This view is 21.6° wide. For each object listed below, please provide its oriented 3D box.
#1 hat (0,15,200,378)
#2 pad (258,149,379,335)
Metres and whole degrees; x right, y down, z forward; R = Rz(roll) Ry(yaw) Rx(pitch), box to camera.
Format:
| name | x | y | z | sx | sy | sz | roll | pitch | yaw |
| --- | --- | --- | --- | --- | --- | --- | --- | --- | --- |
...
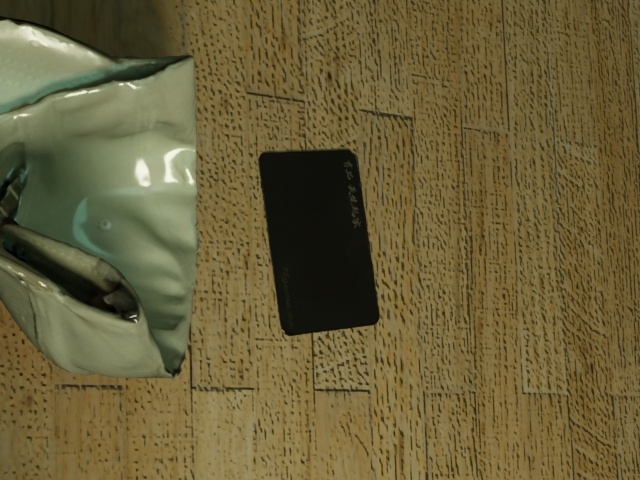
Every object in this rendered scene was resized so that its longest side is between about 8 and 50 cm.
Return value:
| name | x | y | z | sx | sy | sz | roll | pitch | yaw |
| --- | --- | --- | --- | --- | --- | --- | --- | --- | --- |
| hat | -0.219 | -0.021 | 1.199 | 0.301 | 0.168 | 0.258 | 17 | 46 | -11 |
| pad | 0.000 | 0.000 | 1.444 | 0.112 | 0.003 | 0.157 | -5 | 85 | -40 |
